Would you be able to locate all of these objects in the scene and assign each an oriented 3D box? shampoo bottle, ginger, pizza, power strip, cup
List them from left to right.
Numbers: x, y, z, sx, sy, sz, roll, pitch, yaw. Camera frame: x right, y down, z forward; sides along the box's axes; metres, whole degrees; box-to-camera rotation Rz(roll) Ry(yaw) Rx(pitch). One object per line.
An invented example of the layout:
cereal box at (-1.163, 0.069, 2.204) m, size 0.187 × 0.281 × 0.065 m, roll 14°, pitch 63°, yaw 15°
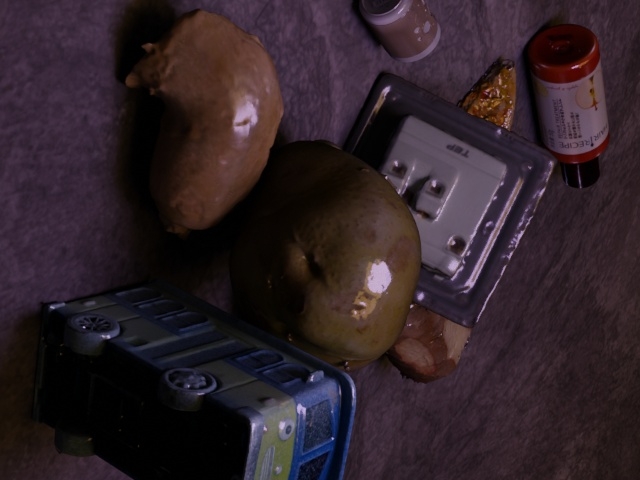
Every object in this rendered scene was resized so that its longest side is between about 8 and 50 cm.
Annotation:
ginger at (-0.116, -0.120, 1.514) m, size 0.138 × 0.152 × 0.267 m, roll -68°, pitch 159°, yaw -63°
cup at (0.103, -0.286, 1.767) m, size 0.102 × 0.074 × 0.099 m, roll -60°, pitch 146°, yaw -10°
power strip at (0.141, -0.054, 1.815) m, size 0.251 × 0.257 × 0.092 m, roll -64°, pitch -178°, yaw -11°
pizza at (0.235, -0.174, 2.049) m, size 0.131 × 0.041 × 0.178 m, roll 9°, pitch 102°, yaw -54°
shampoo bottle at (0.382, -0.191, 2.184) m, size 0.104 × 0.104 × 0.278 m, roll -49°, pitch 142°, yaw -25°

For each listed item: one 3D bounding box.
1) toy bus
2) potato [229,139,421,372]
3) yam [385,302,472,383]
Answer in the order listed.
toy bus at (-0.137, 0.168, 1.494) m, size 0.190 × 0.312 × 0.152 m, roll -12°, pitch 119°, yaw -48°
potato at (-0.003, 0.002, 1.599) m, size 0.203 × 0.351 × 0.218 m, roll -5°, pitch 123°, yaw -5°
yam at (0.123, 0.097, 1.983) m, size 0.238 × 0.128 × 0.129 m, roll 53°, pitch 23°, yaw -53°
